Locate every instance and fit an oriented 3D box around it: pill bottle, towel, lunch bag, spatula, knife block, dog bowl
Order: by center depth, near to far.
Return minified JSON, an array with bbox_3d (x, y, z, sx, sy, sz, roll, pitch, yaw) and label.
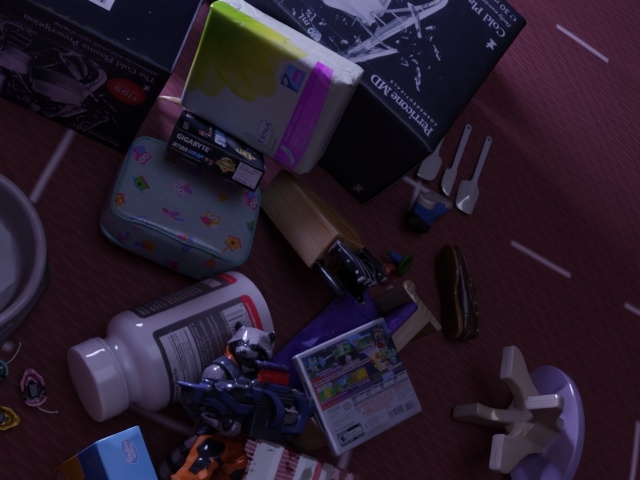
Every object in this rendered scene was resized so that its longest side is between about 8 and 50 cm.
[{"bbox_3d":[-0.603,0.022,1.355,0.348,0.102,0.349,11,66,-25],"label":"dog bowl"},{"bbox_3d":[-0.251,0.181,1.431,0.318,0.176,0.176,-21,81,-33],"label":"pill bottle"},{"bbox_3d":[-0.105,0.469,1.471,0.328,0.037,0.237,25,66,-16],"label":"towel"},{"bbox_3d":[-0.249,-0.059,1.564,0.279,0.108,0.224,24,49,-20],"label":"lunch bag"},{"bbox_3d":[0.000,0.000,1.607,0.275,0.242,0.088,40,102,-9],"label":"knife block"},{"bbox_3d":[0.322,-0.190,1.981,0.168,0.019,0.242,33,54,-12],"label":"spatula"}]

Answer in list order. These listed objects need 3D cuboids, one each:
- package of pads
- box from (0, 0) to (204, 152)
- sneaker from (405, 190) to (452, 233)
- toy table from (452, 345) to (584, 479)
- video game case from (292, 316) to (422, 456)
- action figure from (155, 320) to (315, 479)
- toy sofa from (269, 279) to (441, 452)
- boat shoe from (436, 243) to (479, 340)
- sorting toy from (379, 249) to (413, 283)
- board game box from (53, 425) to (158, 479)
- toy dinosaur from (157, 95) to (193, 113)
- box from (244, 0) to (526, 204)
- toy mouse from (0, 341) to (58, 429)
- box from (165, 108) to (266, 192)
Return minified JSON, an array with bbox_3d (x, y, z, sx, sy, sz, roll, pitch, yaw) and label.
[{"bbox_3d":[-0.098,-0.283,1.580,0.296,0.229,0.101,31,37,4],"label":"package of pads"},{"bbox_3d":[-0.428,-0.354,1.472,0.343,0.312,0.179,25,61,-16],"label":"box"},{"bbox_3d":[0.234,-0.058,1.862,0.058,0.085,0.152,36,19,19],"label":"sneaker"},{"bbox_3d":[0.408,0.359,1.684,0.160,0.252,0.274,31,47,-32],"label":"toy table"},{"bbox_3d":[0.067,0.253,1.485,0.201,0.023,0.184,-20,85,-33],"label":"video game case"},{"bbox_3d":[-0.173,0.276,1.308,0.341,0.178,0.330,39,74,-55],"label":"action figure"},{"bbox_3d":[0.041,0.212,1.589,0.362,0.150,0.177,-39,92,-33],"label":"toy sofa"},{"bbox_3d":[0.297,0.112,1.815,0.073,0.073,0.207,5,75,-28],"label":"boat shoe"},{"bbox_3d":[0.150,0.049,1.778,0.042,0.061,0.102,33,43,29],"label":"sorting toy"},{"bbox_3d":[-0.293,0.415,1.231,0.064,0.316,0.242,-16,78,-32],"label":"board game box"},{"bbox_3d":[-0.240,-0.265,1.691,0.183,0.053,0.093,32,60,-13],"label":"toy dinosaur"},{"bbox_3d":[0.100,-0.429,1.798,0.480,0.297,0.472,42,59,-7],"label":"box"},{"bbox_3d":[-0.500,0.235,1.364,0.160,0.031,0.143,12,66,-24],"label":"toy mouse"},{"bbox_3d":[-0.192,-0.170,1.575,0.175,0.220,0.051,26,103,-12],"label":"box"}]
